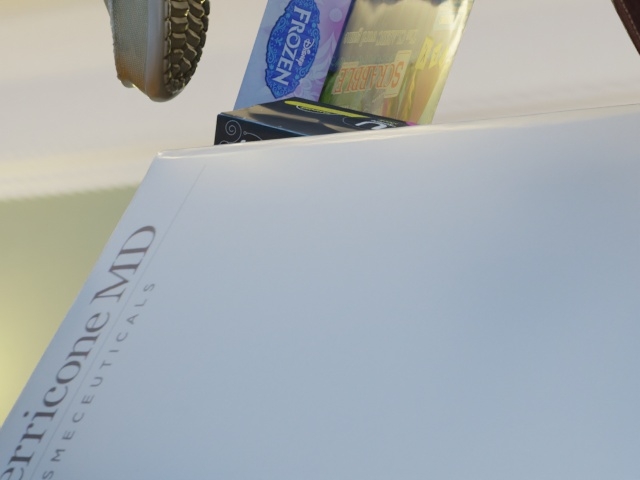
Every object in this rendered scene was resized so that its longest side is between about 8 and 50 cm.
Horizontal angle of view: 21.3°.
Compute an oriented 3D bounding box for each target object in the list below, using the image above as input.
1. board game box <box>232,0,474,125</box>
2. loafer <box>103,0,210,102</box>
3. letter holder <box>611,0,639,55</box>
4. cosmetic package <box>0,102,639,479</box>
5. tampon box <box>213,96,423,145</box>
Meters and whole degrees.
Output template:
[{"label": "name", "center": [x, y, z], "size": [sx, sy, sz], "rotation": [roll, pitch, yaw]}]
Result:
[{"label": "board game box", "center": [0.004, -0.060, 1.360], "size": [0.066, 0.319, 0.318], "rotation": [23, -74, 17]}, {"label": "loafer", "center": [-0.143, -0.232, 1.240], "size": [0.092, 0.268, 0.102], "rotation": [-5, -2, 16]}, {"label": "letter holder", "center": [0.354, -0.185, 1.262], "size": [0.302, 0.214, 0.152], "rotation": [57, -9, -17]}, {"label": "cosmetic package", "center": [0.096, 0.081, 0.637], "size": [0.453, 0.230, 0.161], "rotation": [-4, -42, 38]}, {"label": "tampon box", "center": [0.000, 0.000, 1.093], "size": [0.120, 0.101, 0.161], "rotation": [16, -72, 25]}]
